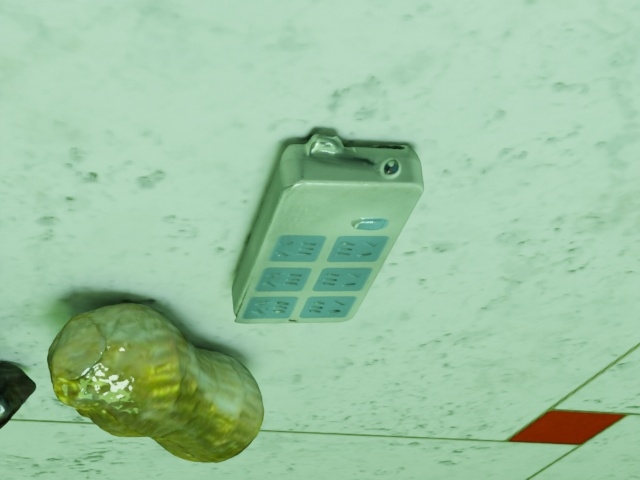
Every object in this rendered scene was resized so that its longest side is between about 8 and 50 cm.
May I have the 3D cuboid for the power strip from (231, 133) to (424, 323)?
[{"bbox_3d":[0.000,0.000,0.717,0.081,0.035,0.192,2,151,-14],"label":"power strip"}]

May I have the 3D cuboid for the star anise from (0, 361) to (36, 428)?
[{"bbox_3d":[-0.299,0.105,0.775,0.212,0.129,0.283,-8,144,-8],"label":"star anise"}]

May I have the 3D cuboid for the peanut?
[{"bbox_3d":[-0.109,0.099,0.830,0.087,0.087,0.206,-18,152,22],"label":"peanut"}]
